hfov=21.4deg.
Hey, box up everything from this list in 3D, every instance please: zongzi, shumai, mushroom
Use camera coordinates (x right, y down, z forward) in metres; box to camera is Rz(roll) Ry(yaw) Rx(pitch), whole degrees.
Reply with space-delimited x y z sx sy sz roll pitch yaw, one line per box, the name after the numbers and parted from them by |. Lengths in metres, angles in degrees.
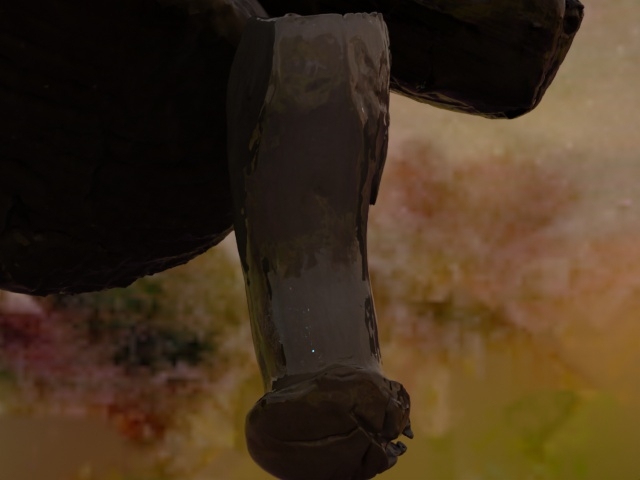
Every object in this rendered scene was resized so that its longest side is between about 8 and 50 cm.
-0.004 -0.221 1.228 0.323 0.160 0.360 29 4 37 | zongzi
-0.145 -0.112 0.906 0.222 0.203 0.272 -17 -48 -3 | shumai
-0.003 0.002 0.772 0.081 0.223 0.092 9 -15 -35 | mushroom

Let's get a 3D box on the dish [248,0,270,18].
-0.085 -0.143 1.177 0.086 0.228 0.236 -34 -8 15 | dish
